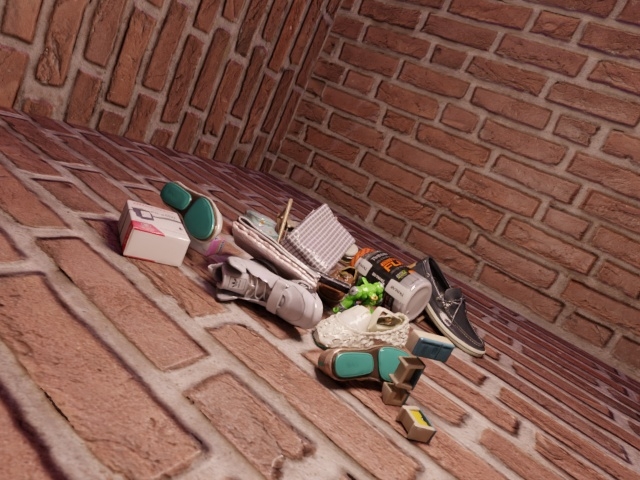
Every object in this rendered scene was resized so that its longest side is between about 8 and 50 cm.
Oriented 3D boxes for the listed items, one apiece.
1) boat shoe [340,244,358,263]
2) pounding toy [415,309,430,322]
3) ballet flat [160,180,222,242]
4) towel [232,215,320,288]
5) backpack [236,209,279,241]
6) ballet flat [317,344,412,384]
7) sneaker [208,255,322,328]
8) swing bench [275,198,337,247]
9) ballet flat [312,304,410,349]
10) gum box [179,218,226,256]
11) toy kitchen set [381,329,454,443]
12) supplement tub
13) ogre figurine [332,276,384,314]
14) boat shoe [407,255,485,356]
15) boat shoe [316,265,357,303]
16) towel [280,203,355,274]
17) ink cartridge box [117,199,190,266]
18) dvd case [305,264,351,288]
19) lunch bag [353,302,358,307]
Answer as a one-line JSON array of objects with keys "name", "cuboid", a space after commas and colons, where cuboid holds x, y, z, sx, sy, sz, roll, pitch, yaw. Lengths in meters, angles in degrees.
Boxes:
[{"name": "boat shoe", "cuboid": [0.067, 0.027, 2.294, 0.305, 0.091, 0.109, 30, 50, 28]}, {"name": "pounding toy", "cuboid": [0.412, 0.262, 1.954, 0.236, 0.110, 0.183, 33, 15, 34]}, {"name": "ballet flat", "cuboid": [-0.432, -0.097, 1.519, 0.139, 0.139, 0.400, 11, 19, -48]}, {"name": "towel", "cuboid": [-0.153, 0.062, 1.439, 0.331, 0.053, 0.317, 37, -15, 0]}, {"name": "backpack", "cuboid": [-0.265, -0.040, 1.826, 0.165, 0.144, 0.188, 22, 15, -39]}, {"name": "ballet flat", "cuboid": [0.126, 0.334, 1.164, 0.315, 0.108, 0.106, 18, -20, -32]}, {"name": "sneaker", "cuboid": [-0.173, 0.152, 1.253, 0.365, 0.138, 0.210, 29, 13, 40]}, {"name": "swing bench", "cuboid": [-0.079, -0.013, 1.941, 0.253, 0.165, 0.255, 22, 54, -20]}, {"name": "ballet flat", "cuboid": [0.146, 0.271, 1.375, 0.408, 0.147, 0.147, 12, 18, -42]}, {"name": "gum box", "cuboid": [-0.453, -0.017, 1.548, 0.188, 0.062, 0.107, 28, 13, 12]}, {"name": "toy kitchen set", "cuboid": [0.272, 0.363, 1.064, 0.122, 0.207, 0.166, 18, 15, -26]}, {"name": "supplement tub", "cuboid": [0.291, 0.179, 1.840, 0.207, 0.207, 0.338, 10, 19, -49]}, {"name": "ogre figurine", "cuboid": [0.140, 0.193, 1.432, 0.196, 0.118, 0.097, 8, 37, -20]}, {"name": "boat shoe", "cuboid": [0.560, 0.277, 1.868, 0.186, 0.156, 0.500, 11, 40, -49]}, {"name": "boat shoe", "cuboid": [0.072, 0.165, 1.713, 0.110, 0.105, 0.307, 30, 15, 10]}, {"name": "towel", "cuboid": [0.000, 0.000, 1.796, 0.235, 0.121, 0.284, 46, 50, -2]}, {"name": "ink cartridge box", "cuboid": [-0.532, -0.026, 1.350, 0.171, 0.100, 0.237, 17, 15, -35]}, {"name": "dvd case", "cuboid": [0.025, 0.140, 1.488, 0.164, 0.018, 0.221, 23, -10, 6]}, {"name": "lunch bag", "cuboid": [0.141, 0.269, 1.505, 0.098, 0.067, 0.065, 15, 31, -23]}]
